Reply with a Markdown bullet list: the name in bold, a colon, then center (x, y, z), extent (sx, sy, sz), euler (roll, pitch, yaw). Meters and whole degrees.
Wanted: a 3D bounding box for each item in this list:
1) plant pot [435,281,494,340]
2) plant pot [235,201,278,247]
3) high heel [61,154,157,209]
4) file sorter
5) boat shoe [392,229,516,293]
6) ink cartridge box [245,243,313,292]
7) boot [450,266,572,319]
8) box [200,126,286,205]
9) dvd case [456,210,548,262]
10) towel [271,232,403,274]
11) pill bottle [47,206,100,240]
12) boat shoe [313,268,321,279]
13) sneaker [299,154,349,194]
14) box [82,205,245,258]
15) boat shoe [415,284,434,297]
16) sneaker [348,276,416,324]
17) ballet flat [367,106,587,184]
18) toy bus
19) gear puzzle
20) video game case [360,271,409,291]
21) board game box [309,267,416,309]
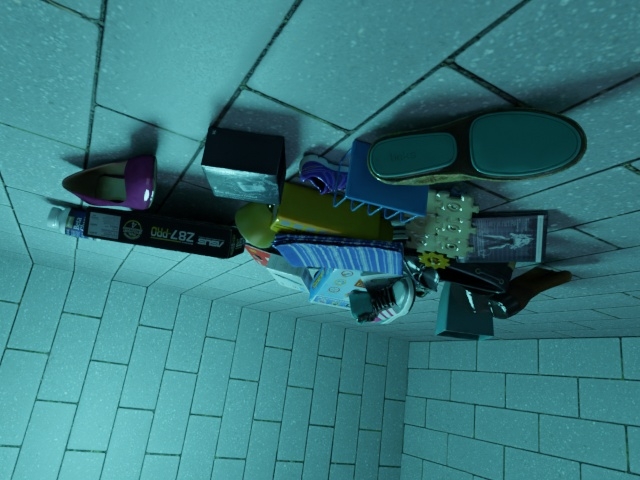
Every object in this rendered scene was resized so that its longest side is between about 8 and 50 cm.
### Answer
- **plant pot**: center (0.513, 0.224, 1.616), extent (0.165, 0.235, 0.166), euler (6, 163, 4)
- **plant pot**: center (-0.150, -0.061, 1.226), extent (0.134, 0.134, 0.095), euler (22, 132, -38)
- **high heel**: center (-0.511, -0.138, 1.090), extent (0.181, 0.127, 0.377), euler (7, 169, -32)
- **file sorter**: center (0.123, -0.113, 0.933), extent (0.170, 0.118, 0.104), euler (12, 166, -14)
- **boat shoe**: center (0.322, 0.068, 1.350), extent (0.499, 0.156, 0.187), euler (5, 164, 13)
- **ink cartridge box**: center (-0.169, 0.116, 1.778), extent (0.260, 0.066, 0.296), euler (16, 164, 11)
- **boot**: center (0.590, 0.134, 1.432), extent (0.280, 0.096, 0.264), euler (-24, -171, -22)
- **box**: center (-0.157, -0.154, 0.964), extent (0.155, 0.093, 0.158), euler (8, 161, 0)
- **dvd case**: center (0.459, -0.005, 1.163), extent (0.221, 0.018, 0.165), euler (-1, 134, 22)
- **towel**: center (0.054, 0.047, 1.219), extent (0.335, 0.040, 0.243), euler (5, 161, 12)
- **pill bottle**: center (-0.829, -0.060, 1.544), extent (0.169, 0.094, 0.094), euler (14, 162, -19)
- **boat shoe**: center (0.042, 0.127, 1.796), extent (0.073, 0.073, 0.206), euler (23, 149, -40)
- **sneaker**: center (0.026, -0.128, 0.998), extent (0.169, 0.071, 0.068), euler (15, 161, -24)
- **box**: center (-0.437, -0.025, 1.353), extent (0.394, 0.097, 0.318), euler (9, -177, -2)
- **boat shoe**: center (0.396, 0.163, 1.733), extent (0.095, 0.079, 0.254), euler (7, 162, 3)
- **sneaker**: center (0.188, 0.204, 1.529), extent (0.178, 0.124, 0.296), euler (2, 150, -17)
- **ballet flat**: center (0.256, -0.154, 0.781), extent (0.348, 0.123, 0.123), euler (-2, 160, 26)
- **toy bus**: center (0.040, -0.049, 1.182), extent (0.332, 0.108, 0.130), euler (14, 160, -16)
- **gear puzzle**: center (0.298, -0.025, 1.128), extent (0.175, 0.044, 0.339), euler (10, 148, 20)
- **video game case**: center (0.227, 0.142, 1.552), extent (0.157, 0.019, 0.143), euler (-8, 145, 15)
- **board game box**: center (0.149, 0.157, 1.675), extent (0.307, 0.086, 0.302), euler (13, 145, -15)
